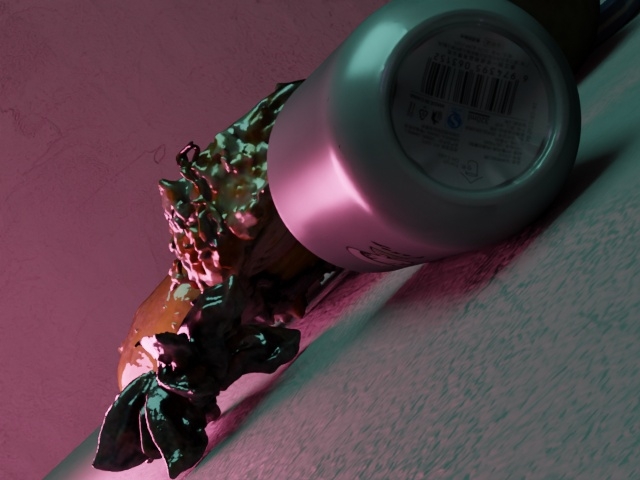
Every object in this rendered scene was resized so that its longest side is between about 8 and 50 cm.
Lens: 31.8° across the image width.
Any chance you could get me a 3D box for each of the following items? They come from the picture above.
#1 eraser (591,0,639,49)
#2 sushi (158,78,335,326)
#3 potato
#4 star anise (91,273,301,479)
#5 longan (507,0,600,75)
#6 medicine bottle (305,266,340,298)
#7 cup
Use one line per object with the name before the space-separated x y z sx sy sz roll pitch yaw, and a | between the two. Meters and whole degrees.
eraser | 0.365 -0.282 1.580 0.225 0.036 0.082 -39 4 43
sushi | -0.017 -0.050 1.399 0.417 0.176 0.417 -35 -17 -12
potato | -0.189 0.118 1.600 0.296 0.141 0.191 -58 8 -10
star anise | -0.139 0.154 1.185 0.283 0.129 0.212 -50 -7 29
longan | 0.238 -0.285 1.454 0.243 0.300 0.300 20 51 37
medicine bottle | 0.000 0.000 1.645 0.168 0.105 0.105 -42 3 -11
cup | 0.076 -0.082 0.931 0.205 0.205 0.312 -43 4 -10
